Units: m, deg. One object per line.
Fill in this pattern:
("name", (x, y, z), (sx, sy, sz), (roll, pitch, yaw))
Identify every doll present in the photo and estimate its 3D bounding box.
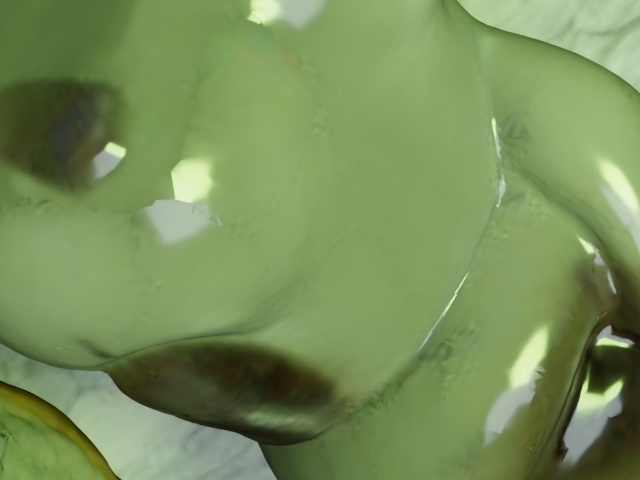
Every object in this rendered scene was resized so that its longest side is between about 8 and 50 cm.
("doll", (0.005, -0.011, 0.626), (0.370, 0.226, 0.215), (32, 64, -28))

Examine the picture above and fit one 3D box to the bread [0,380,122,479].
("bread", (-0.208, 0.135, 0.574), (0.250, 0.225, 0.279), (-24, 132, 27))
